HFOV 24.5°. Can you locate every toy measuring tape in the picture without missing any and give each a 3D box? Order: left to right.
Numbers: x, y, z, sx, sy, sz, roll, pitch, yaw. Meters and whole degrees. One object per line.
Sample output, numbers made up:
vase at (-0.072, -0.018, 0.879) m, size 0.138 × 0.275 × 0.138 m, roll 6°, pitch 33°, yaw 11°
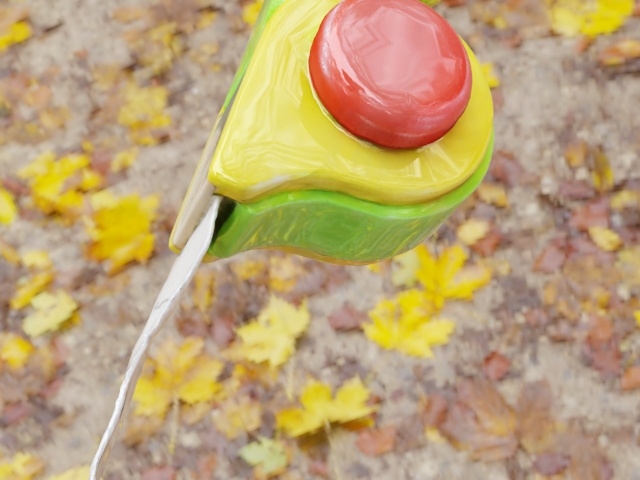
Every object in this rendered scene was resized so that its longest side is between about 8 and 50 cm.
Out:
toy measuring tape at (0.000, 0.000, 0.597) m, size 0.121 × 0.121 × 0.330 m, roll 4°, pitch 54°, yaw 20°
